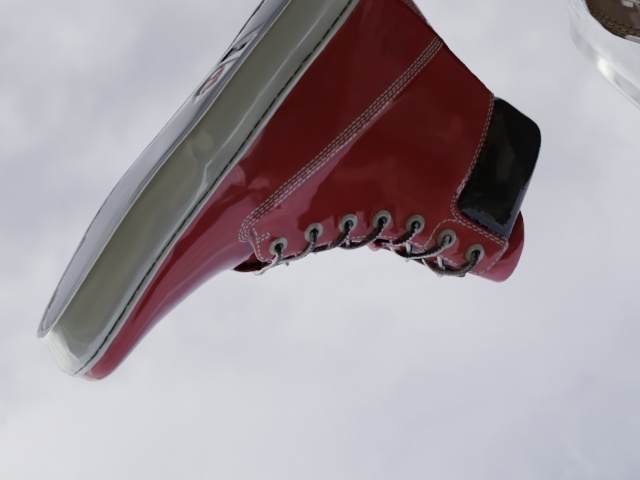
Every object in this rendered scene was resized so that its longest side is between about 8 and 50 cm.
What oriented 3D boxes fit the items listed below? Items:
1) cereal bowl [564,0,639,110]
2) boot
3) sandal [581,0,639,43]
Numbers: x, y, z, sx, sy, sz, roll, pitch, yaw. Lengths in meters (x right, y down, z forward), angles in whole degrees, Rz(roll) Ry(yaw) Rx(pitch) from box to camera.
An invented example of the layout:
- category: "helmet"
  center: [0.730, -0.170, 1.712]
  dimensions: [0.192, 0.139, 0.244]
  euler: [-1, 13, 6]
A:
- category: "cereal bowl"
  center: [0.243, -0.125, 0.847]
  dimensions: [0.141, 0.339, 0.339]
  euler: [-54, -129, 20]
- category: "boot"
  center: [0.000, 0.000, 0.701]
  dimensions: [0.244, 0.176, 0.088]
  euler: [-52, -164, -19]
- category: "sandal"
  center: [0.147, -0.094, 0.568]
  dimensions: [0.086, 0.120, 0.303]
  euler: [-38, -101, 23]
